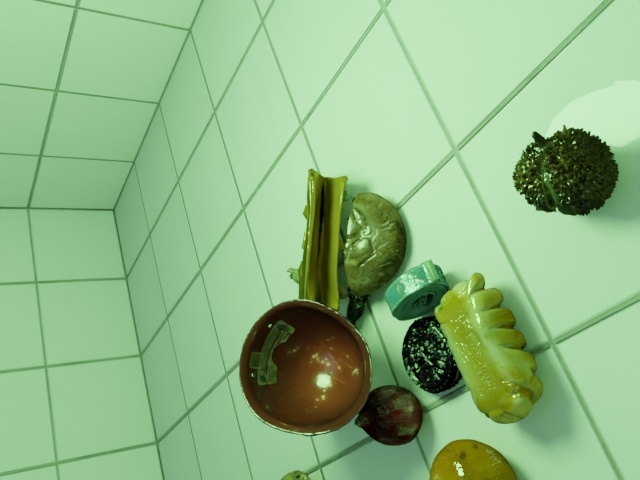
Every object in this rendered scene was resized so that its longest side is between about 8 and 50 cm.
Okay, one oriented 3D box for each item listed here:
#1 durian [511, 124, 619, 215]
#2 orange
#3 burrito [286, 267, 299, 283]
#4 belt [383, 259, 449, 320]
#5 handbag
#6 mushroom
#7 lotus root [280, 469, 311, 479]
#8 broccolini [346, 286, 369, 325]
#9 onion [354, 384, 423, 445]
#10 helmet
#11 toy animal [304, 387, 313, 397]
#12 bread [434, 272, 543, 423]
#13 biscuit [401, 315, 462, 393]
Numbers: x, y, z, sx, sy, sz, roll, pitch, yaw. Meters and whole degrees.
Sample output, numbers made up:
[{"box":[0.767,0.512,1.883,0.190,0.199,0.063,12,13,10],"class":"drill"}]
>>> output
[{"box":[0.446,-0.135,1.113,0.196,0.196,0.166,-24,34,53],"class":"durian"},{"box":[0.332,0.547,1.304,0.224,0.170,0.223,-178,90,-77],"class":"orange"},{"box":[-0.059,0.121,1.976,0.149,0.041,0.055,15,117,51],"class":"burrito"},{"box":[0.234,0.124,1.464,0.163,0.148,0.082,-31,57,20],"class":"belt"},{"box":[0.000,0.000,1.770,0.283,0.133,0.400,180,93,-79],"class":"handbag"},{"box":[0.156,0.017,1.608,0.151,0.156,0.285,7,98,27],"class":"mushroom"},{"box":[-0.091,0.910,1.937,0.169,0.152,0.342,25,108,53],"class":"lotus root"},{"box":[0.104,0.205,1.749,0.091,0.068,0.202,-115,24,-50],"class":"broccolini"},{"box":[0.162,0.444,1.524,0.160,0.195,0.159,-12,76,54],"class":"onion"},{"box":[-0.006,0.349,1.623,0.385,0.230,0.337,10,78,26],"class":"helmet"},{"box":[-0.027,0.492,1.809,0.184,0.185,0.104,-31,67,52],"class":"toy animal"},{"box":[0.364,0.234,1.290,0.173,0.121,0.311,-50,51,48],"class":"bread"},{"box":[0.275,0.280,1.481,0.195,0.053,0.194,4,95,55],"class":"biscuit"}]
